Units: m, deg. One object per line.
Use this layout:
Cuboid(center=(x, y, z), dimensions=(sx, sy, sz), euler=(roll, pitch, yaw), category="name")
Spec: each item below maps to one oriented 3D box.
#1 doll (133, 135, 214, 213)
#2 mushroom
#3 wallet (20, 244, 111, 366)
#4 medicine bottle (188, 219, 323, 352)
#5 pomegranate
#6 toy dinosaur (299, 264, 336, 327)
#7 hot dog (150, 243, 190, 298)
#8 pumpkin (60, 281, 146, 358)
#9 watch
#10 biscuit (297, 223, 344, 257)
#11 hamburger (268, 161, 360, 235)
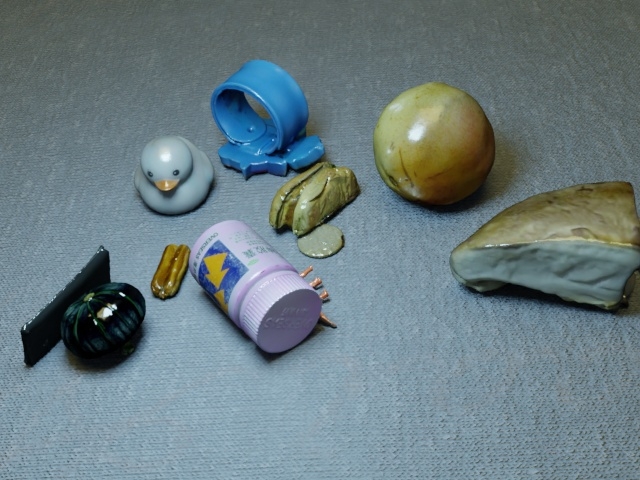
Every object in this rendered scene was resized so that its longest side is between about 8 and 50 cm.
Cuboid(center=(-0.389, -0.194, 2.143), dimensions=(0.221, 0.221, 0.251), euler=(-5, 42, 2), category="doll")
Cuboid(center=(0.489, -0.016, 1.822), dimensions=(0.398, 0.224, 0.313), euler=(2, 46, 11), category="mushroom")
Cuboid(center=(-0.562, 0.144, 1.847), dimensions=(0.030, 0.146, 0.285), euler=(26, 50, 14), category="wallet")
Cuboid(center=(-0.147, 0.097, 1.816), dimensions=(0.178, 0.178, 0.291), euler=(-29, 46, -22), category="medicine bottle")
Cuboid(center=(0.285, -0.243, 2.051), dimensions=(0.320, 0.319, 0.319), euler=(-4, 43, 4), category="pomegranate")
Cuboid(center=(-0.050, 0.102, 1.888), dimensions=(0.101, 0.055, 0.279), euler=(-33, 48, -10), category="toy dinosaur")
Cuboid(center=(-0.356, 0.071, 1.970), dimensions=(0.071, 0.045, 0.165), euler=(3, 43, 8), category="hot dog")
Cuboid(center=(-0.472, 0.171, 1.800), dimensions=(0.194, 0.150, 0.194), euler=(-5, 45, 5), category="pumpkin")
Cuboid(center=(-0.135, -0.321, 2.198), dimensions=(0.305, 0.274, 0.241), euler=(15, 46, 29), category="watch")
Cuboid(center=(0.000, 0.000, 2.021), dimensions=(0.120, 0.015, 0.120), euler=(-4, 43, 4), category="biscuit")
Cuboid(center=(-0.023, -0.120, 2.072), dimensions=(0.124, 0.130, 0.262), euler=(22, 45, 33), category="hamburger")
